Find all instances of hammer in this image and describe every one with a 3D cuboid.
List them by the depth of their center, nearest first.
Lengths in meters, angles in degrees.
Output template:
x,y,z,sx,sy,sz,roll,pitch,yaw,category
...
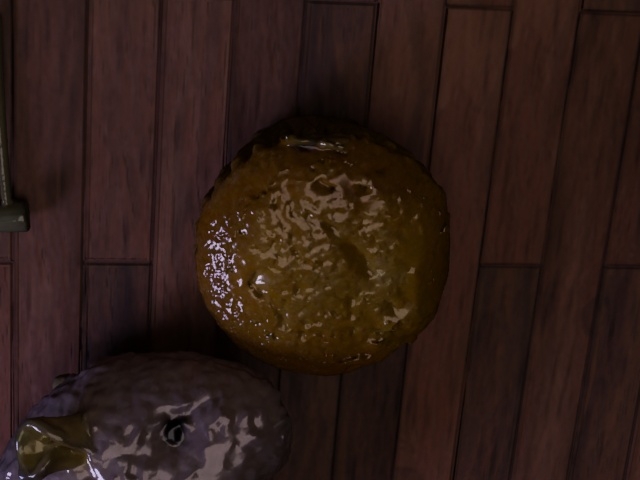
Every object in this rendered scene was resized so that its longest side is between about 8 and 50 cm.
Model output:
x,y,z,sx,sy,sz,roll,pitch,yaw,category
-0.286,-0.100,1.243,0.060,0.028,0.195,0,110,-3,hammer

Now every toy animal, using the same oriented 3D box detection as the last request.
x,y,z,sx,sy,sz,roll,pitch,yaw,category
-0.183,0.237,1.311,0.226,0.188,0.358,26,107,-8,toy animal

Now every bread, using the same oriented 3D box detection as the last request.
x,y,z,sx,sy,sz,roll,pitch,yaw,category
0.000,0.004,1.270,0.240,0.139,0.240,-4,113,-8,bread
